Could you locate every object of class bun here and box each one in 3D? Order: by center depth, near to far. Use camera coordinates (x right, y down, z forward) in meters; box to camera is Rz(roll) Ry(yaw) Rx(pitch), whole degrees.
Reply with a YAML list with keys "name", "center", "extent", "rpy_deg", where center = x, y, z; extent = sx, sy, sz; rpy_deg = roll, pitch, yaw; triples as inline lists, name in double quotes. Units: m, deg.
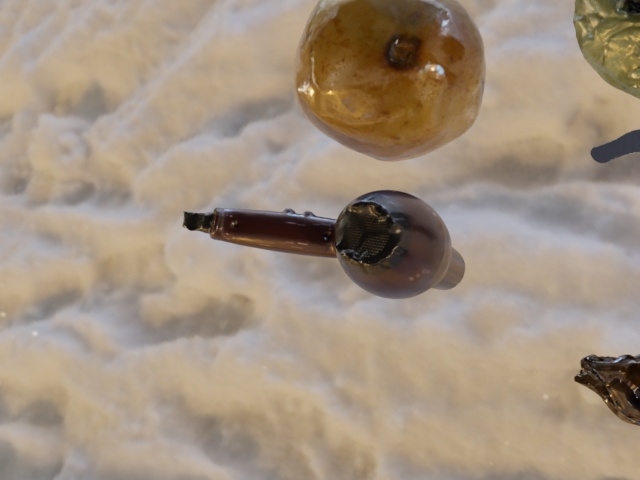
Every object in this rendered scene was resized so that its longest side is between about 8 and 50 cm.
- name: "bun"
  center: [0.359, -0.237, 1.135]
  extent: [0.221, 0.108, 0.221]
  rpy_deg: [-9, 69, 24]

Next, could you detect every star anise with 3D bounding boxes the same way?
- name: "star anise"
  center: [0.383, 0.171, 1.134]
  extent: [0.288, 0.288, 0.088]
  rpy_deg: [14, 72, 47]

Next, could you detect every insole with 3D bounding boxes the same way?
- name: "insole"
  center: [0.487, -0.151, 1.815]
  extent: [0.135, 0.002, 0.045]
  rpy_deg: [-20, 59, -17]

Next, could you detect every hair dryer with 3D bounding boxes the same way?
- name: "hair dryer"
  center: [0.000, 0.000, 1.405]
  extent: [0.340, 0.312, 0.123]
  rpy_deg: [8, 84, 18]

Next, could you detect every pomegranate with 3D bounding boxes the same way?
- name: "pomegranate"
  center: [0.106, -0.250, 1.677]
  extent: [0.307, 0.307, 0.307]
  rpy_deg: [-23, 50, 31]
